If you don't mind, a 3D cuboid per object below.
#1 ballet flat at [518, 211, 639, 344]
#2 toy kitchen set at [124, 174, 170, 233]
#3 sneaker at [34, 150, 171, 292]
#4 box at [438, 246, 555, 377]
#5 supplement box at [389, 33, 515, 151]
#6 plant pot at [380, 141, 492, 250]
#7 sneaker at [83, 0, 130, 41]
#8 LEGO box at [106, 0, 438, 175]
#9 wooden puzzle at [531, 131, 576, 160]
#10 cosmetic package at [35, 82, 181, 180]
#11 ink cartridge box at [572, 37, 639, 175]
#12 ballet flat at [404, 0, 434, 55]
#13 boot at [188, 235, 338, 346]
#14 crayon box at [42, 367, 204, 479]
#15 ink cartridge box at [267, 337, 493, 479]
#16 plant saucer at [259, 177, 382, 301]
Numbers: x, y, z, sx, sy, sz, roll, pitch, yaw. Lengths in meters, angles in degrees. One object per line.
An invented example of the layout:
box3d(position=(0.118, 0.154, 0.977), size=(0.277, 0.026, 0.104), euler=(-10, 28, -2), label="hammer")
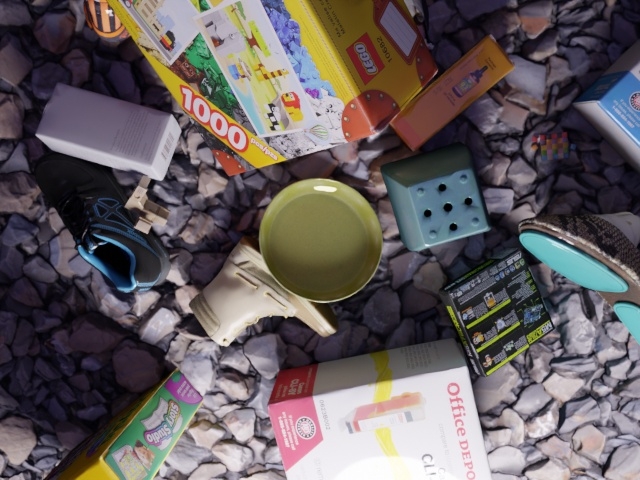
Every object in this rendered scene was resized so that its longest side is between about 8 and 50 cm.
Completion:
box3d(position=(0.580, 0.063, 1.062), size=(0.483, 0.164, 0.182), euler=(39, 79, -9), label="ballet flat")
box3d(position=(-0.331, -0.064, 1.112), size=(0.083, 0.068, 0.075), euler=(29, 133, -21), label="toy kitchen set")
box3d(position=(-0.435, -0.041, 1.112), size=(0.125, 0.139, 0.341), euler=(-43, 93, 13), label="sneaker")
box3d(position=(0.339, 0.134, 1.092), size=(0.191, 0.045, 0.184), euler=(-28, 100, -20), label="box")
box3d(position=(0.236, -0.268, 1.052), size=(0.233, 0.080, 0.078), euler=(-39, 96, 11), label="supplement box")
box3d(position=(0.211, -0.072, 1.009), size=(0.166, 0.234, 0.165), euler=(-17, 98, 6), label="plant pot")
box3d(position=(-0.392, -0.504, 1.037), size=(0.125, 0.180, 0.320), euler=(4, 66, -15), label="sneaker")
box3d(position=(-0.119, -0.375, 0.844), size=(0.373, 0.193, 0.500), euler=(-7, 124, 48), label="LEGO box")
box3d(position=(0.444, -0.179, 1.087), size=(0.083, 0.006, 0.049), euler=(-7, 99, 6), label="wooden puzzle")
box3d(position=(-0.401, -0.206, 1.093), size=(0.231, 0.085, 0.117), euler=(17, 76, 3), label="cosmetic package")
box3d(position=(0.648, -0.275, 0.991), size=(0.223, 0.129, 0.307), euler=(44, 100, -3), label="ink cartridge box")
box3d(position=(0.168, -0.389, 1.039), size=(0.074, 0.074, 0.203), euler=(-11, 99, 6), label="ballet flat")
box3d(position=(-0.115, 0.146, 1.143), size=(0.262, 0.095, 0.203), euler=(41, 100, -2), label="boot")
box3d(position=(-0.414, 0.431, 1.081), size=(0.313, 0.363, 0.106), euler=(-39, 95, 10), label="crayon box")
box3d(position=(0.121, 0.377, 1.132), size=(0.385, 0.160, 0.279), euler=(-13, 98, 7), label="ink cartridge box")
box3d(position=(0.000, 0.000, 1.099), size=(0.241, 0.037, 0.240), euler=(2, 78, -12), label="plant saucer")
